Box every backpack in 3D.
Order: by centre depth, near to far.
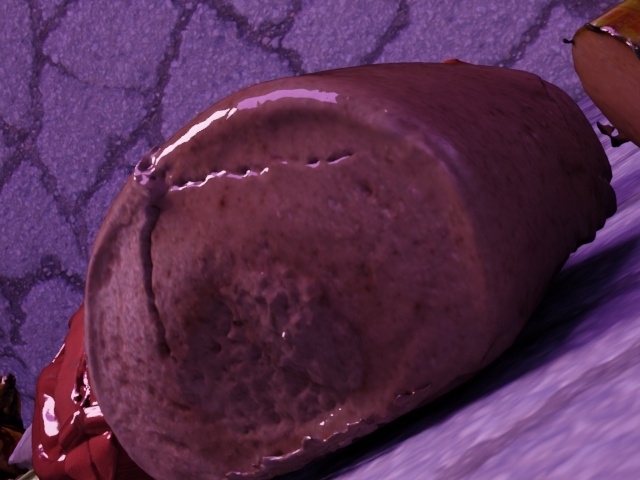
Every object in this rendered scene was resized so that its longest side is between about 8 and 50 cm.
[{"bbox_3d":[-0.149,0.120,0.932,0.229,0.139,0.229,-26,35,20],"label":"backpack"}]

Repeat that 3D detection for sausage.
[{"bbox_3d":[0.343,-0.177,0.843,0.317,0.125,0.117,-31,44,-10],"label":"sausage"}]

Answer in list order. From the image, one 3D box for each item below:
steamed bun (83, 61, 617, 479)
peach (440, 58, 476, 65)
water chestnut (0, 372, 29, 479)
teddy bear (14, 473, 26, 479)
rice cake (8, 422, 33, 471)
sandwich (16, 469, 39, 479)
[{"bbox_3d":[0.000,0.000,0.664,0.301,0.199,0.251,-34,0,35],"label":"steamed bun"},{"bbox_3d":[0.073,-0.054,0.892,0.190,0.193,0.190,-55,-24,-39],"label":"peach"},{"bbox_3d":[-0.444,0.278,1.434,0.224,0.224,0.238,148,141,-74],"label":"water chestnut"},{"bbox_3d":[-0.303,0.275,1.351,0.119,0.077,0.160,-10,29,26],"label":"teddy bear"},{"bbox_3d":[-0.204,0.188,1.162,0.399,0.064,0.070,-24,37,48],"label":"rice cake"},{"bbox_3d":[-0.283,0.299,1.210,0.074,0.074,0.116,-34,-32,14],"label":"sandwich"}]
